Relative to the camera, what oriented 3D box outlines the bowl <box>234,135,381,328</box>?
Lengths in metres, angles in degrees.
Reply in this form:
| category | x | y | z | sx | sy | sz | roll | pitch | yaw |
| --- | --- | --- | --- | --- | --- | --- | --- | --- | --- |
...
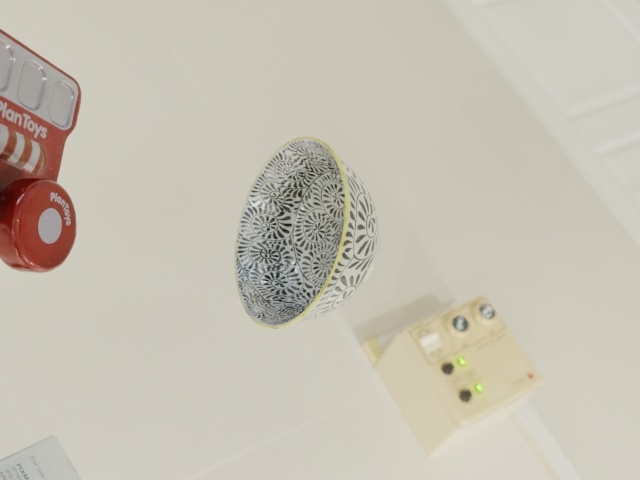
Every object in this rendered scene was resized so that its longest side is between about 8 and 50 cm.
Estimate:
| category | x | y | z | sx | sy | sz | roll | pitch | yaw |
| --- | --- | --- | --- | --- | --- | --- | --- | --- | --- |
| bowl | 0.000 | 0.000 | 0.746 | 0.080 | 0.170 | 0.170 | 15 | 132 | -35 |

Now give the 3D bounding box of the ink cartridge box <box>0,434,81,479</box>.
| category | x | y | z | sx | sy | sz | roll | pitch | yaw |
| --- | --- | --- | --- | --- | --- | --- | --- | --- | --- |
| ink cartridge box | -0.326 | 0.285 | 0.605 | 0.226 | 0.131 | 0.306 | -36 | 171 | 21 |

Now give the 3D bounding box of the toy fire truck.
| category | x | y | z | sx | sy | sz | roll | pitch | yaw |
| --- | --- | --- | --- | --- | --- | --- | --- | --- | --- |
| toy fire truck | -0.373 | -0.110 | 0.865 | 0.169 | 0.254 | 0.302 | 2 | 166 | 23 |
